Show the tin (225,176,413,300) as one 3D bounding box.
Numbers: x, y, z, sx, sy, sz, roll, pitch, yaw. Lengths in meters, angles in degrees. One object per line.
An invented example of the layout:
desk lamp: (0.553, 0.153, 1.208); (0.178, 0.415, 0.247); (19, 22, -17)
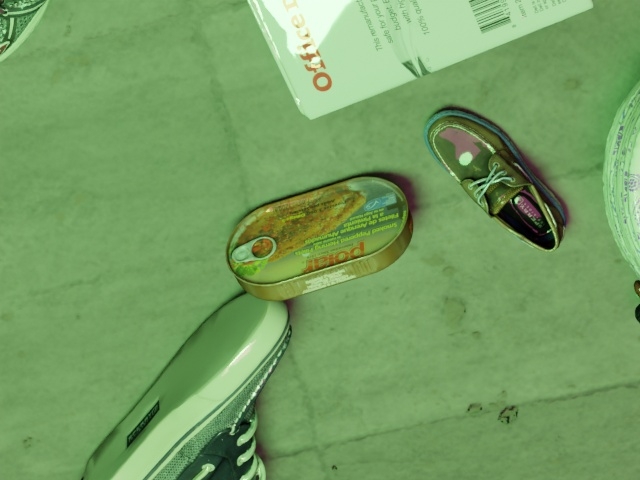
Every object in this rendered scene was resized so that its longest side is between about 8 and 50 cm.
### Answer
tin: (0.000, 0.000, 1.858); (0.190, 0.106, 0.040); (-16, 134, 8)

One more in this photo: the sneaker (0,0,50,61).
sneaker: (-0.283, -0.281, 1.728); (0.121, 0.112, 0.299); (29, 112, -12)

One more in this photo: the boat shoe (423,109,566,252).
boat shoe: (0.178, -0.058, 1.851); (0.183, 0.066, 0.066); (38, 109, -16)

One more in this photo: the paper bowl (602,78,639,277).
paper bowl: (0.407, -0.059, 1.779); (0.284, 0.148, 0.284); (-1, 96, -10)

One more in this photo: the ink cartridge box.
ink cartridge box: (0.077, -0.268, 1.725); (0.289, 0.121, 0.211); (-20, 113, 10)

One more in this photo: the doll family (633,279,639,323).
doll family: (0.379, 0.075, 1.906); (0.111, 0.076, 0.193); (-42, 104, -3)

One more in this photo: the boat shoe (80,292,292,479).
boat shoe: (-0.102, 0.202, 1.955); (0.158, 0.127, 0.340); (33, 119, -21)
